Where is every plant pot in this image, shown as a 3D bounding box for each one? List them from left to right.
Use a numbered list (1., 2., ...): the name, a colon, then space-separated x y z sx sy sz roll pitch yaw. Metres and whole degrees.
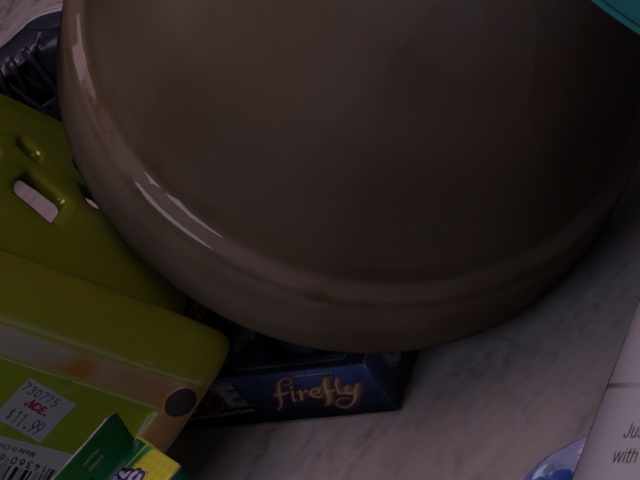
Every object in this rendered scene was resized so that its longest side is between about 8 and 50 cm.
1. plant pot: -0.196 0.061 0.957 0.227 0.228 0.207 -55 39 15
2. plant pot: 0.037 -0.146 0.875 0.323 0.280 0.323 4 64 -8

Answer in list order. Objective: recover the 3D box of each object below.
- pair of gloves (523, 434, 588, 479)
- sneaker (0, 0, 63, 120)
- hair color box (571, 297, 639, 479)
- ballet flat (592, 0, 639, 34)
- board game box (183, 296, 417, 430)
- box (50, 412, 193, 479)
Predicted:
1. pair of gloves: 0.147 0.130 0.737 0.198 0.023 0.159 37 105 52
2. sneaker: -0.241 -0.081 1.312 0.226 0.086 0.163 -26 23 30
3. hair color box: 0.143 0.163 0.535 0.185 0.113 0.374 -8 52 56
4. ballet flat: 0.202 -0.107 0.661 0.400 0.139 0.139 39 73 14
5. board game box: 0.000 0.000 1.064 0.165 0.042 0.243 -9 42 32
6. box: -0.073 0.167 0.801 0.105 0.179 0.043 -47 36 -17
